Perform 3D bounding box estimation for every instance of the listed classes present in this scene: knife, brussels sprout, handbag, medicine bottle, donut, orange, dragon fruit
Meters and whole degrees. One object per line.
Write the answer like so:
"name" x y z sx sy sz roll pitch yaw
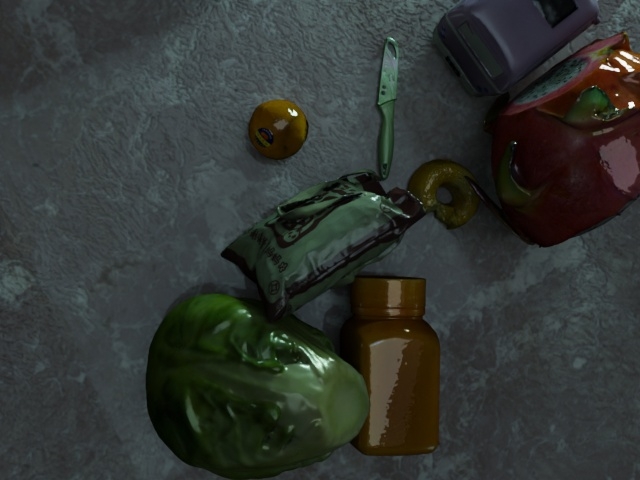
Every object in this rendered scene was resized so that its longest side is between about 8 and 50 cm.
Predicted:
"knife" 0.094 -0.189 1.030 0.030 0.014 0.207 4 88 -10
"brussels sprout" -0.082 0.184 0.884 0.271 0.210 0.220 7 81 28
"handbag" 0.000 0.000 0.920 0.235 0.213 0.127 -29 113 -10
"medicine bottle" 0.089 0.160 0.958 0.112 0.149 0.222 2 90 -11
"donut" 0.183 -0.070 1.031 0.108 0.043 0.097 23 87 -13
"orange" -0.057 -0.150 0.970 0.083 0.083 0.084 0 90 -10
"dragon fruit" 0.333 -0.138 0.939 0.290 0.290 0.189 -42 96 -7

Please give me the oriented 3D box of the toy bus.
"toy bus" 0.277 -0.307 0.995 0.202 0.142 0.142 -39 95 -8
